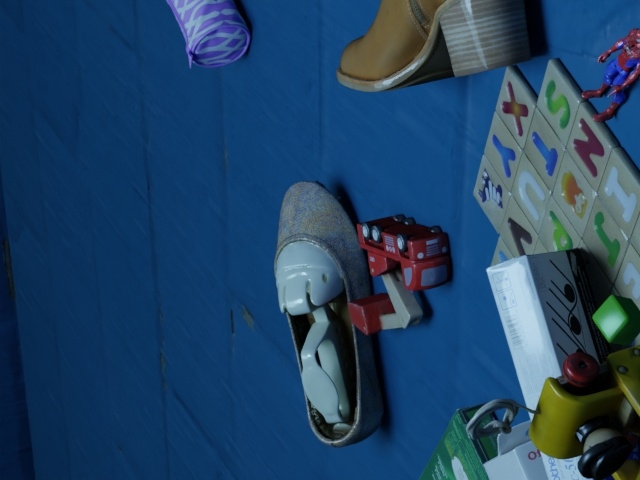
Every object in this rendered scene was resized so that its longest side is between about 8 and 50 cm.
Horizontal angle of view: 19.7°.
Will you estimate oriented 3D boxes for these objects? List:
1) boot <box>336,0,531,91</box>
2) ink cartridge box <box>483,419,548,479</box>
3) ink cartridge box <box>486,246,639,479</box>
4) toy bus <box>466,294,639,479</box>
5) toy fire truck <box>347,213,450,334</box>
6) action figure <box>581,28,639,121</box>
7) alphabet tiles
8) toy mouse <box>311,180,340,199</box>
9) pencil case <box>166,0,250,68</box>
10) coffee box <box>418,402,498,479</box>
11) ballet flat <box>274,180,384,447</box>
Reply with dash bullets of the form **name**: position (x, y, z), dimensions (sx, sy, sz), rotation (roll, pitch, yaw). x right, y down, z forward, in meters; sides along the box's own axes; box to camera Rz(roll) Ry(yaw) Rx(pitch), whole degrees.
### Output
- **boot**: position (0.084, -0.255, 1.706), dimensions (0.283, 0.109, 0.220), rotation (-2, 102, 67)
- **ink cartridge box**: position (0.219, 0.227, 1.660), dimensions (0.143, 0.092, 0.090), rotation (67, 161, 10)
- **ink cartridge box**: position (0.212, 0.113, 1.583), dimensions (0.046, 0.097, 0.207), rotation (-21, 81, 35)
- **toy bus**: position (0.250, 0.142, 1.423), dimensions (0.202, 0.191, 0.104), rotation (-43, 51, 15)
- **toy fire truck**: position (0.083, 0.044, 1.980), dimensions (0.192, 0.047, 0.135), rotation (-160, 58, -65)
- **action figure**: position (0.243, -0.138, 1.491), dimensions (0.115, 0.030, 0.038), rotation (118, 140, -57)
- **alphabet tiles**: position (0.229, 0.017, 1.641), dimensions (0.285, 0.011, 0.342), rotation (101, 148, -47)
- **toy mouse**: position (0.000, 0.000, 2.190), dimensions (0.161, 0.031, 0.143), rotation (147, 109, -68)
- **pencil case**: position (-0.161, -0.311, 2.340), dimensions (0.086, 0.088, 0.206), rotation (100, 149, -50)
- **coffee box**: position (0.157, 0.260, 1.931), dimensions (0.184, 0.040, 0.113), rotation (109, 143, -54)
- **ballet flat**: position (0.005, 0.091, 2.111), dimensions (0.107, 0.106, 0.316), rotation (-9, 102, 30)
